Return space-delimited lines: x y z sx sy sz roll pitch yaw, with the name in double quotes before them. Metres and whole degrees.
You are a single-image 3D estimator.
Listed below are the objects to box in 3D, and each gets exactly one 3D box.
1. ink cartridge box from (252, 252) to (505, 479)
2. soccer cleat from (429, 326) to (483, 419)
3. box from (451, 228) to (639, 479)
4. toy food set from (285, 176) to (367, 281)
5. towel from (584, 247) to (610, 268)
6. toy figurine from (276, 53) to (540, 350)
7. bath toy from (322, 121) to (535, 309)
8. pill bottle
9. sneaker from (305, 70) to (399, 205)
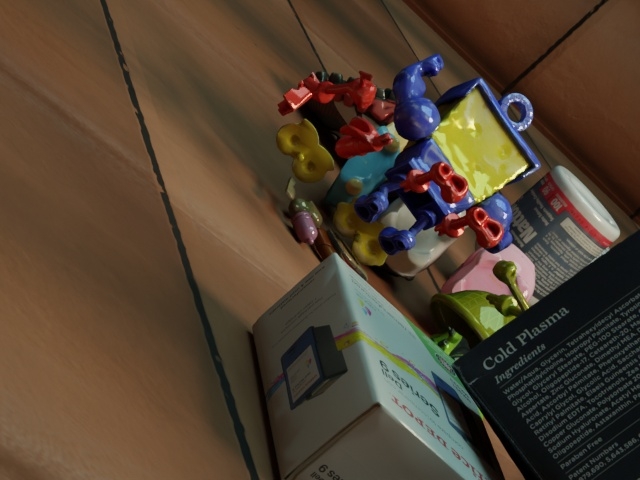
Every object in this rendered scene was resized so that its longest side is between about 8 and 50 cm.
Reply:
"ink cartridge box" 0.042 0.128 1.228 0.154 0.093 0.212 42 16 -23
"soccer cleat" 0.111 0.129 1.540 0.179 0.060 0.072 -94 165 -76
"box" 0.290 0.219 1.237 0.312 0.179 0.343 53 -2 43
"toy food set" 0.000 0.000 1.627 0.122 0.019 0.078 53 12 -10
"towel" 0.359 0.113 2.219 0.284 0.121 0.235 46 15 -14
"toy figurine" 0.155 -0.054 1.629 0.362 0.217 0.191 53 -31 -8
"bath toy" 0.153 0.041 1.775 0.348 0.151 0.129 49 -22 5
"pill bottle" 0.237 0.012 1.976 0.108 0.180 0.108 44 14 -13
"sneaker" 0.074 -0.101 1.984 0.276 0.135 0.097 29 13 36
